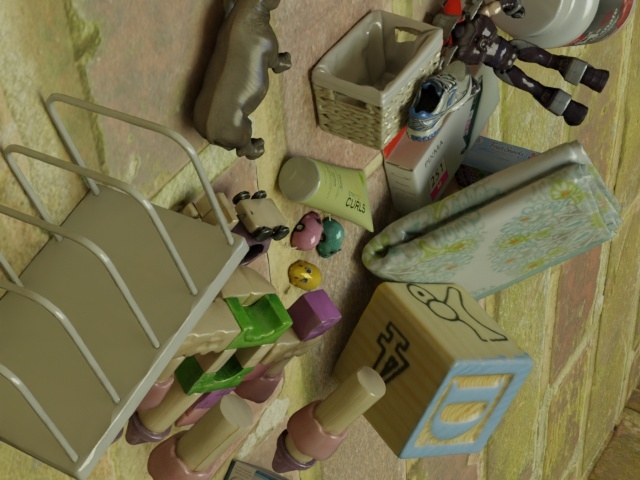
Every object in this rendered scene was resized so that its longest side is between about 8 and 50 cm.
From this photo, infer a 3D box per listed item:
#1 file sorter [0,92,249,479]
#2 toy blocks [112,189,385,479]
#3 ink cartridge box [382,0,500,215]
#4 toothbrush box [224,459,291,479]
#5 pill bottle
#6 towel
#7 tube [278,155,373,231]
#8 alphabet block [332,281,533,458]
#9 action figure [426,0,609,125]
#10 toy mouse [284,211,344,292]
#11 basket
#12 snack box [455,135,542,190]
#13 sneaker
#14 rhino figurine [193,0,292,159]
[{"bbox_3d":[-0.236,0.032,1.148,0.278,0.193,0.173,-56,149,-26],"label":"file sorter"},{"bbox_3d":[-0.145,0.144,1.433,0.288,0.309,0.260,-4,146,-49],"label":"toy blocks"},{"bbox_3d":[0.184,-0.207,1.936,0.275,0.060,0.239,-56,152,-26],"label":"ink cartridge box"},{"bbox_3d":[-0.072,0.488,1.762,0.295,0.216,0.126,-66,153,-6],"label":"toothbrush box"},{"bbox_3d":[0.385,-0.401,2.049,0.318,0.176,0.176,-18,124,-58],"label":"pill bottle"},{"bbox_3d":[0.278,-0.014,1.993,0.374,0.090,0.320,-26,156,14],"label":"towel"},{"bbox_3d":[0.022,-0.070,1.720,0.070,0.062,0.240,-59,156,7],"label":"tube"},{"bbox_3d":[0.169,0.196,1.937,0.192,0.197,0.193,6,122,-41],"label":"alphabet block"},{"bbox_3d":[0.279,-0.269,1.880,0.185,0.285,0.099,-60,-168,19],"label":"action figure"},{"bbox_3d":[0.000,0.000,1.757,0.143,0.031,0.161,-65,154,-8],"label":"toy mouse"},{"bbox_3d":[0.077,-0.210,1.665,0.167,0.113,0.103,-49,149,-36],"label":"basket"},{"bbox_3d":[0.328,-0.088,2.165,0.070,0.174,0.207,-62,154,-17],"label":"snack box"},{"bbox_3d":[0.157,-0.192,1.652,0.135,0.052,0.058,-56,153,-26],"label":"sneaker"},{"bbox_3d":[-0.080,-0.213,1.407,0.106,0.073,0.243,0,106,-66],"label":"rhino figurine"}]
